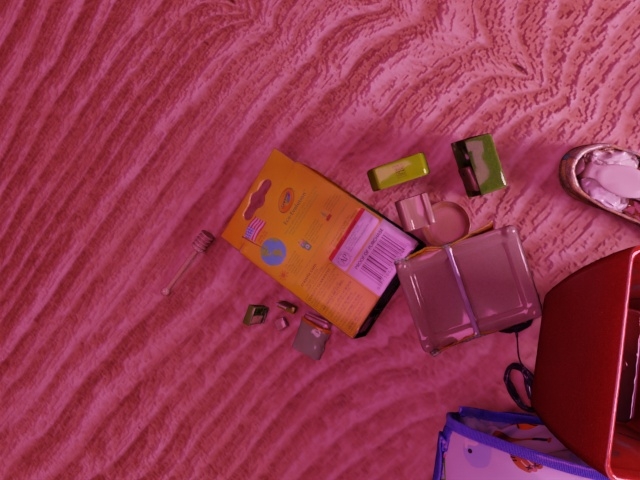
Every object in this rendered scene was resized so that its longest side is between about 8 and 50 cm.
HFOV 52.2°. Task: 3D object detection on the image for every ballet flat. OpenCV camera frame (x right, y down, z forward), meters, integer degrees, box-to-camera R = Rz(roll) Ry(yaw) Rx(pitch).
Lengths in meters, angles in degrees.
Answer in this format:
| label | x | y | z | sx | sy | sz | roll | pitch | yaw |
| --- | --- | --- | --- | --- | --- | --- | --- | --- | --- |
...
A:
| label | x | y | z | sx | sy | sz | roll | pitch | yaw |
| --- | --- | --- | --- | --- | --- | --- | --- | --- | --- |
| ballet flat | 0.519 | -0.054 | 0.953 | 0.348 | 0.123 | 0.123 | 26 | 96 | 20 |

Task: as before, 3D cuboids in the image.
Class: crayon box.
| label | x | y | z | sx | sy | sz | roll | pitch | yaw |
| --- | --- | --- | --- | --- | --- | --- | --- | --- | --- |
| crayon box | 0.000 | 0.000 | 1.165 | 0.318 | 0.081 | 0.202 | 36 | 99 | 19 |

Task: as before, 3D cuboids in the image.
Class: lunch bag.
| label | x | y | z | sx | sy | sz | roll | pitch | yaw |
| --- | --- | --- | --- | --- | --- | --- | --- | --- | --- |
| lunch bag | 0.341 | 0.435 | 0.927 | 0.385 | 0.239 | 0.328 | 8 | 92 | 14 |

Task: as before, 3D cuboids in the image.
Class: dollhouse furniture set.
| label | x | y | z | sx | sy | sz | roll | pitch | yaw |
| --- | --- | --- | --- | --- | --- | --- | --- | --- | --- |
| dollhouse furniture set | -0.060 | 0.157 | 1.189 | 0.152 | 0.058 | 0.076 | 23 | 95 | 21 |
| dollhouse furniture set | 0.208 | 0.002 | 1.042 | 0.197 | 0.151 | 0.301 | -18 | 93 | 4 |

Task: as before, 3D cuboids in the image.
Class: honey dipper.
| label | x | y | z | sx | sy | sz | roll | pitch | yaw |
| --- | --- | --- | --- | --- | --- | --- | --- | --- | --- |
| honey dipper | -0.268 | 0.049 | 1.293 | 0.030 | 0.030 | 0.160 | 42 | 103 | 18 |

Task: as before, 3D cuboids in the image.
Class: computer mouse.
| label | x | y | z | sx | sy | sz | roll | pitch | yaw |
| --- | --- | --- | --- | --- | --- | --- | --- | --- | --- |
| computer mouse | 0.319 | 0.158 | 1.062 | 0.071 | 0.041 | 0.242 | -8 | 88 | 3 |

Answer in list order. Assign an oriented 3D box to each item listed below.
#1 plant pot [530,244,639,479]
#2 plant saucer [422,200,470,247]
| label | x | y | z | sx | sy | sz | roll | pitch | yaw |
| --- | --- | --- | --- | --- | --- | --- | --- | --- | --- |
| plant pot | 0.431 | 0.166 | 0.869 | 0.267 | 0.236 | 0.267 | 12 | 83 | -13 |
| plant saucer | 0.216 | -0.026 | 1.119 | 0.083 | 0.015 | 0.083 | -2 | 86 | 21 |
